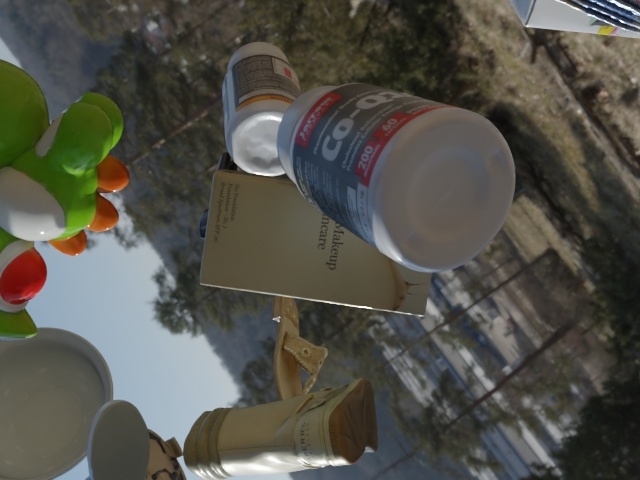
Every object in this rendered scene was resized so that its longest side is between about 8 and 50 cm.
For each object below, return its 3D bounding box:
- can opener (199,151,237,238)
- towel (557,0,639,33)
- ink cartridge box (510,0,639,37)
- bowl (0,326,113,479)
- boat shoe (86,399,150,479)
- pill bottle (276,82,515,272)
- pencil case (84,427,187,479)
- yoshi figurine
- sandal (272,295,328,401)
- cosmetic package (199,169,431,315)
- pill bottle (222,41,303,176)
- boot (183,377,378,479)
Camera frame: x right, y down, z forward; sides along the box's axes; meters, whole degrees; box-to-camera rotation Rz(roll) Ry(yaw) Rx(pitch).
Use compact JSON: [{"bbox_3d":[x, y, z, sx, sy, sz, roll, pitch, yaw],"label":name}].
[{"bbox_3d":[-0.183,-0.089,1.365,0.059,0.073,0.186,64,-153,-54],"label":"can opener"},{"bbox_3d":[0.303,-0.235,0.766,0.285,0.034,0.209,19,-157,-7],"label":"towel"},{"bbox_3d":[0.403,-0.380,1.037,0.201,0.278,0.117,-96,12,-48],"label":"ink cartridge box"},{"bbox_3d":[-0.518,0.321,1.369,0.298,0.298,0.134,53,163,26],"label":"bowl"},{"bbox_3d":[-0.224,0.255,0.798,0.083,0.065,0.183,6,101,57],"label":"boat shoe"},{"bbox_3d":[0.063,-0.085,0.811,0.161,0.161,0.283,60,168,-29],"label":"pill bottle"},{"bbox_3d":[-0.427,0.528,1.365,0.160,0.410,0.183,49,179,-6],"label":"pencil case"},{"bbox_3d":[-0.352,-0.036,0.722,0.203,0.362,0.203,25,-153,-51],"label":"yoshi figurine"},{"bbox_3d":[-0.028,0.181,1.238,0.088,0.079,0.240,49,-154,-49],"label":"sandal"},{"bbox_3d":[0.000,0.000,1.033,0.113,0.309,0.160,-88,6,-83],"label":"cosmetic package"},{"bbox_3d":[-0.110,-0.264,1.442,0.278,0.162,0.162,-101,-13,-48],"label":"pill bottle"},{"bbox_3d":[-0.038,0.237,0.925,0.262,0.203,0.095,16,-116,-76],"label":"boot"}]
